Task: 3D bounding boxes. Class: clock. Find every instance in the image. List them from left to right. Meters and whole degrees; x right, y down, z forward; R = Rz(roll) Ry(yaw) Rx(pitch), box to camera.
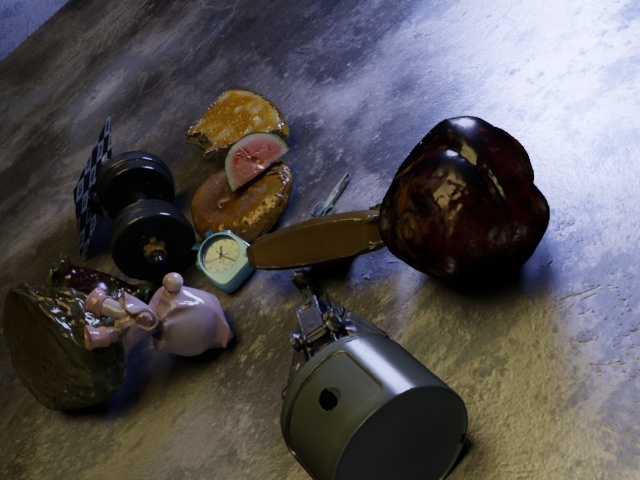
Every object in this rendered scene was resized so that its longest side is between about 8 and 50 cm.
[{"bbox_3d":[-0.206,0.030,1.644,0.147,0.045,0.108,38,81,25],"label":"clock"}]

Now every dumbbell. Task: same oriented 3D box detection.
[{"bbox_3d":[-0.398,-0.058,1.797,0.185,0.185,0.388,-34,40,4],"label":"dumbbell"}]

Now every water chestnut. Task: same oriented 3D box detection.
[{"bbox_3d":[0.239,-0.054,1.303,0.289,0.244,0.289,-50,17,21],"label":"water chestnut"}]

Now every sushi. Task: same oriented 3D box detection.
[{"bbox_3d":[-0.532,-0.127,1.965,0.050,0.264,0.290,12,49,-3],"label":"sushi"}]

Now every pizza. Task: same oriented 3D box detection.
[{"bbox_3d":[-0.202,-0.262,1.920,0.223,0.089,0.323,-38,38,-9],"label":"pizza"}]

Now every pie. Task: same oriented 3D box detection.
[{"bbox_3d":[-0.172,-0.095,1.759,0.274,0.069,0.273,-15,46,16],"label":"pie"}]

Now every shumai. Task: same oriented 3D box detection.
[{"bbox_3d":[-0.464,0.177,1.646,0.330,0.291,0.289,24,30,36],"label":"shumai"}]

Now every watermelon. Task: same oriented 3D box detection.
[{"bbox_3d":[-0.156,-0.180,1.752,0.163,0.087,0.069,-37,1,-13],"label":"watermelon"}]

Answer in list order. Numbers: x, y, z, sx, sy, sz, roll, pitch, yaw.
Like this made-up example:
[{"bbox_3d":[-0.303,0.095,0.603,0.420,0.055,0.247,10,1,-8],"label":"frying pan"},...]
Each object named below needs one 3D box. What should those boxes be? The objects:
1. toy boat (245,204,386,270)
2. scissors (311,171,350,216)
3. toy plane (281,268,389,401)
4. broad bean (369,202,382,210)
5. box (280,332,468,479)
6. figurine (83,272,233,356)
[{"bbox_3d":[0.000,0.000,1.504,0.321,0.089,0.121,-14,3,26],"label":"toy boat"},{"bbox_3d":[0.028,-0.092,1.651,0.058,0.014,0.119,21,70,41],"label":"scissors"},{"bbox_3d":[-0.007,0.132,1.399,0.204,0.103,0.316,-32,41,8],"label":"toy plane"},{"bbox_3d":[0.207,-0.120,1.520,0.256,0.052,0.052,-38,63,0],"label":"broad bean"},{"bbox_3d":[0.073,0.262,1.127,0.226,0.226,0.149,-44,41,-7],"label":"box"},{"bbox_3d":[-0.305,0.154,1.508,0.276,0.200,0.133,2,38,-19],"label":"figurine"}]
